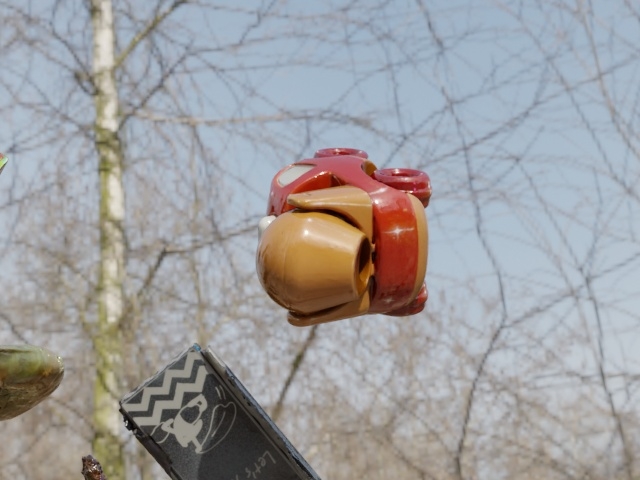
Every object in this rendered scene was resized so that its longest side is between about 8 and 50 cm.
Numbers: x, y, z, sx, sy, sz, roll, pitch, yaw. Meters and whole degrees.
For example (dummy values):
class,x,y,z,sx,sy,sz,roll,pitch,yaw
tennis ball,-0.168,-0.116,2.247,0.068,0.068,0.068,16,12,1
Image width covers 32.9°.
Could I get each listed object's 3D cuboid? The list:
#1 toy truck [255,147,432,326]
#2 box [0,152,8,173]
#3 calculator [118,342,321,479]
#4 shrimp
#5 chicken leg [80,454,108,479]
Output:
class,x,y,z,sx,sy,sz,roll,pitch,yaw
toy truck,0.000,0.000,1.287,0.239,0.189,0.264,-9,18,-34
box,-0.469,-0.075,1.344,0.112,0.048,0.175,35,-42,-9
calculator,-0.135,0.282,1.467,0.165,0.274,0.028,-37,6,9
shrimp,-0.422,0.178,1.369,0.145,0.061,0.267,-36,-18,3
chicken leg,-0.303,0.370,1.537,0.037,0.145,0.062,-24,11,-26
